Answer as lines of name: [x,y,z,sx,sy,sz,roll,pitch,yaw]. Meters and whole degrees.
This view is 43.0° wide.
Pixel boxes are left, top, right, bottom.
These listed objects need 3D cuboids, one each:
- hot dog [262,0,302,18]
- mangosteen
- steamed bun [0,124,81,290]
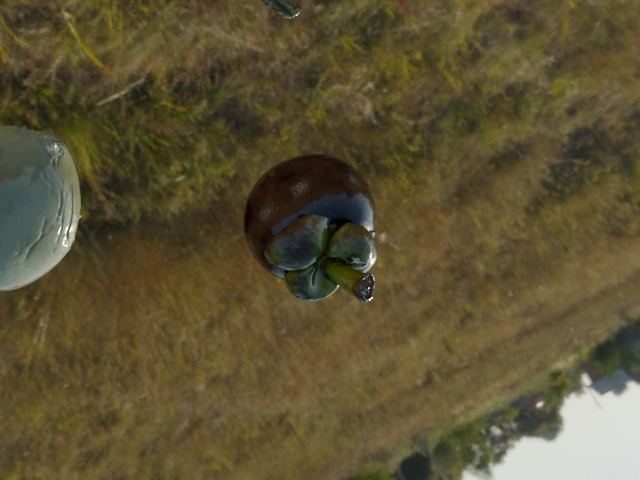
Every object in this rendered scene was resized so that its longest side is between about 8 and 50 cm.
hot dog: [-0.112,-0.461,1.393,0.047,0.066,0.216,-11,141,38]
mangosteen: [-0.006,0.001,0.872,0.156,0.181,0.146,-5,158,-31]
steamed bun: [-0.621,-0.059,1.473,0.334,0.311,0.233,-9,178,9]
